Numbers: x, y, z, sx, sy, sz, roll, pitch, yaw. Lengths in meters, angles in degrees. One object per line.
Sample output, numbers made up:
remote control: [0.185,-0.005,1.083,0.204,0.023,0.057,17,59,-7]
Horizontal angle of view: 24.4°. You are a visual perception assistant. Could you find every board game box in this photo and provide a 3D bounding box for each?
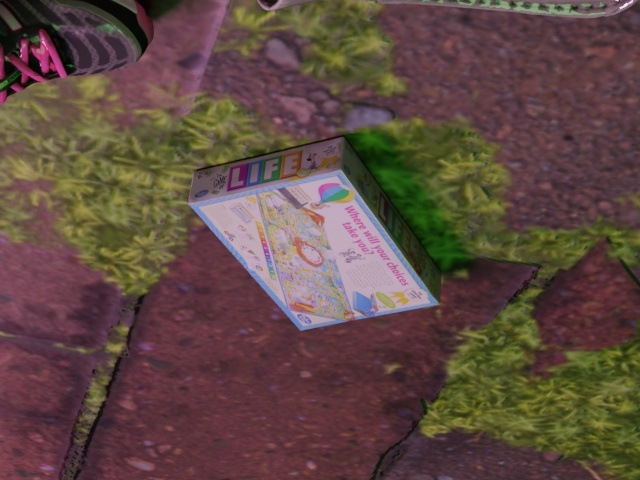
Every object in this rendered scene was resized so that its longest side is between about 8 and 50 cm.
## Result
board game box: [0.000,0.000,0.933,0.103,0.026,0.154,-11,142,23]

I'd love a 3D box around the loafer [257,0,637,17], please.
loafer: [0.000,-0.144,0.649,0.320,0.111,0.112,10,145,-5]

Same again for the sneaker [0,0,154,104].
sneaker: [-0.172,-0.094,0.780,0.170,0.074,0.063,-1,145,9]
